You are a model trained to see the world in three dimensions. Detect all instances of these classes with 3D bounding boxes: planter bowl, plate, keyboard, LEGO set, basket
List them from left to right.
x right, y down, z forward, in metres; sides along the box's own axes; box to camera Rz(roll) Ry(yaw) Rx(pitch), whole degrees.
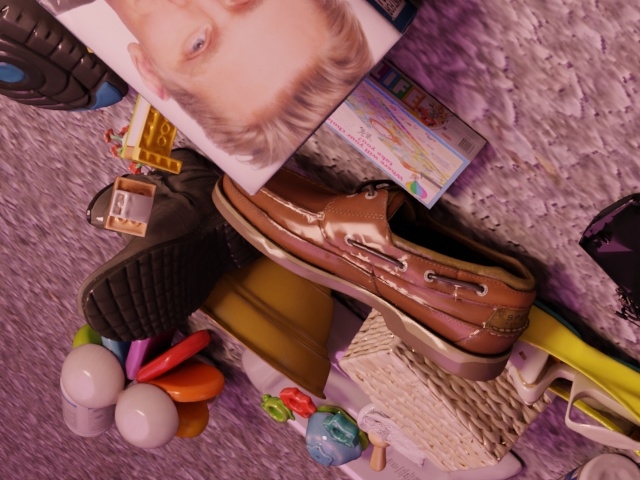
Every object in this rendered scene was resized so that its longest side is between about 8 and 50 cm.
[{"bbox_3d":[-0.181,-0.152,1.707,0.107,0.132,0.287,12,120,52],"label":"LEGO set"},{"bbox_3d":[-0.054,0.051,1.868,0.217,0.090,0.217,38,180,0],"label":"planter bowl"},{"bbox_3d":[0.048,0.188,2.039,0.278,0.045,0.277,41,153,-3],"label":"plate"},{"bbox_3d":[0.113,0.123,1.783,0.167,0.103,0.113,47,152,-13],"label":"basket"},{"bbox_3d":[0.282,0.043,1.535,0.192,0.038,0.100,46,130,-11],"label":"keyboard"}]

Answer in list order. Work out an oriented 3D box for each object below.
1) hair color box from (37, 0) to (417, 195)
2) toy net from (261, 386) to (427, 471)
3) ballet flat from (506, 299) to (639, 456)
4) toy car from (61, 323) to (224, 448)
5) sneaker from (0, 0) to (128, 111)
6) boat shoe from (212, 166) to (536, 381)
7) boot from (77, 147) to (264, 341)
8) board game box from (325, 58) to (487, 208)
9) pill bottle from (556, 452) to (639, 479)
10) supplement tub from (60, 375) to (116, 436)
[{"bbox_3d":[-0.114,-0.218,1.448,0.347,0.174,0.105,42,-162,-5],"label":"hair color box"},{"bbox_3d":[0.036,0.177,1.940,0.122,0.045,0.232,50,150,-15],"label":"toy net"},{"bbox_3d":[0.216,0.120,1.673,0.231,0.077,0.077,31,154,17],"label":"ballet flat"},{"bbox_3d":[-0.188,0.133,2.177,0.182,0.159,0.136,35,119,10],"label":"toy car"},{"bbox_3d":[-0.289,-0.235,1.749,0.125,0.140,0.341,-13,144,34],"label":"sneaker"},{"bbox_3d":[0.051,-0.005,1.680,0.307,0.111,0.104,31,119,15],"label":"boat shoe"},{"bbox_3d":[-0.161,0.001,1.786,0.161,0.246,0.083,21,130,39],"label":"boot"},{"bbox_3d":[0.053,-0.101,1.598,0.154,0.026,0.103,39,154,1],"label":"board game box"},{"bbox_3d":[0.253,0.246,1.832,0.067,0.067,0.120,40,154,0],"label":"pill bottle"},{"bbox_3d":[-0.294,0.198,2.470,0.071,0.071,0.107,34,153,12],"label":"supplement tub"}]
